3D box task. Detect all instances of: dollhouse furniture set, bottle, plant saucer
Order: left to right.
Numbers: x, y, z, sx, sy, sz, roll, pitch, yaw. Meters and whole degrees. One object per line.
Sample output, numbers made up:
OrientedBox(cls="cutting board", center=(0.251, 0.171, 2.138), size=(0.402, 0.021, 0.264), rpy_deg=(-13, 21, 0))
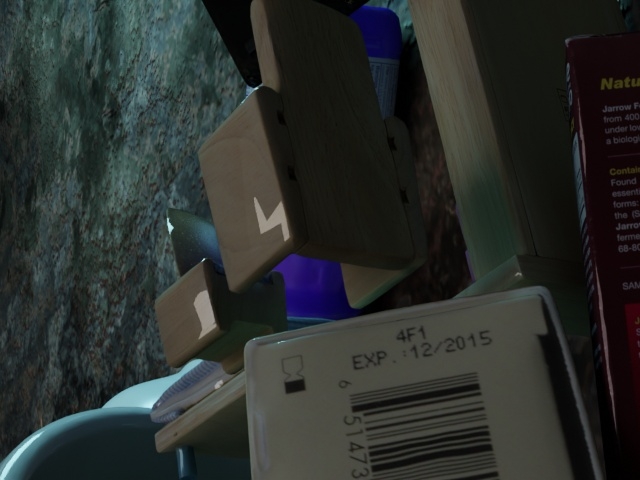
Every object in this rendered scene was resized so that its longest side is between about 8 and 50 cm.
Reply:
OrientedBox(cls="plant saucer", center=(-0.071, 0.063, 1.092), size=(0.198, 0.036, 0.198), rpy_deg=(-18, -90, -89))
OrientedBox(cls="bottle", center=(-0.008, -0.026, 0.983), size=(0.118, 0.092, 0.282), rpy_deg=(17, 104, 60))
OrientedBox(cls="dollhouse furniture set", center=(0.000, 0.000, 0.740), size=(0.303, 0.286, 0.198), rpy_deg=(-39, 52, 43))

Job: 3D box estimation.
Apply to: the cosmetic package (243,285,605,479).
OrientedBox(cls="cosmetic package", center=(0.060, 0.167, 0.619), size=(0.296, 0.129, 0.153), rpy_deg=(75, -175, -55))

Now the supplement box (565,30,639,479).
OrientedBox(cls="supplement box", center=(0.171, 0.036, 0.544), size=(0.073, 0.130, 0.239), rpy_deg=(53, -147, -75))

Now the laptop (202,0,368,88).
OrientedBox(cls="laptop", center=(0.039, -0.375, 0.861), size=(0.382, 0.236, 0.408), rpy_deg=(-29, 88, 52))

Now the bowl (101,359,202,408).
OrientedBox(cls="bowl", center=(-0.155, 0.251, 1.191), size=(0.298, 0.134, 0.297), rpy_deg=(180, 90, -70))

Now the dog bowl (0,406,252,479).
OrientedBox(cls="dog bowl", center=(-0.073, 0.239, 0.834), size=(0.102, 0.349, 0.348), rpy_deg=(-58, 36, 24))
